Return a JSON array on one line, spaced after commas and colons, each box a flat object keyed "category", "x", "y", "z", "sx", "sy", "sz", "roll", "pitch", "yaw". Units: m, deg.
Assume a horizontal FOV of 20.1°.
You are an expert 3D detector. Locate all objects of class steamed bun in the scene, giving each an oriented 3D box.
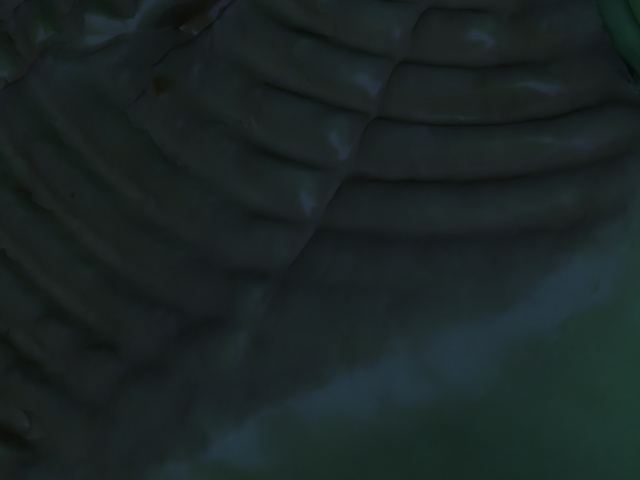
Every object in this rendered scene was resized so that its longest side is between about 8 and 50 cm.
[{"category": "steamed bun", "x": 0.000, "y": 0.003, "z": 0.500, "sx": 0.289, "sy": 0.203, "sz": 0.276, "roll": -13, "pitch": 56, "yaw": 26}]
